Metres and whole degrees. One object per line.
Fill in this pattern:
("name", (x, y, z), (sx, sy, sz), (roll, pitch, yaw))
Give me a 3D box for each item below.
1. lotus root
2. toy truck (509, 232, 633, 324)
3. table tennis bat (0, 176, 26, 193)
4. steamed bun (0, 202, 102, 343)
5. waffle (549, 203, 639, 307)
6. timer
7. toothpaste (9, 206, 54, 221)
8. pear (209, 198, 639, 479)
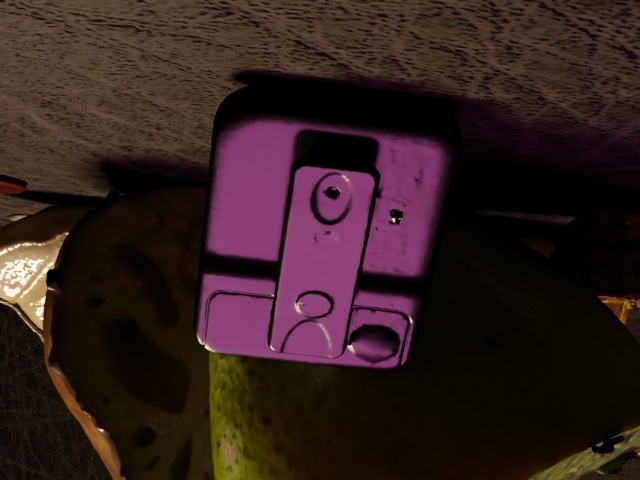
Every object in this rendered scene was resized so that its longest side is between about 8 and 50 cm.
("lotus root", (-0.115, 0.076, 1.206), (0.316, 0.316, 0.250), (9, 175, -18))
("toy truck", (0.164, 0.034, 1.174), (0.227, 0.098, 0.114), (6, 173, -10))
("table tennis bat", (-0.364, -0.058, 1.255), (0.154, 0.019, 0.098), (6, 174, -16))
("steamed bun", (-0.246, 0.028, 1.379), (0.212, 0.231, 0.110), (26, -147, -13))
("waffle", (0.286, 0.019, 1.037), (0.197, 0.070, 0.193), (9, 172, -17))
("timer", (0.000, 0.000, 0.776), (0.144, 0.187, 0.055), (7, -143, -3))
("toothpaste", (-0.322, -0.008, 1.514), (0.070, 0.044, 0.193), (9, 173, -21))
("pear", (0.055, 0.080, 0.972), (0.342, 0.318, 0.238), (-25, 156, -14))
